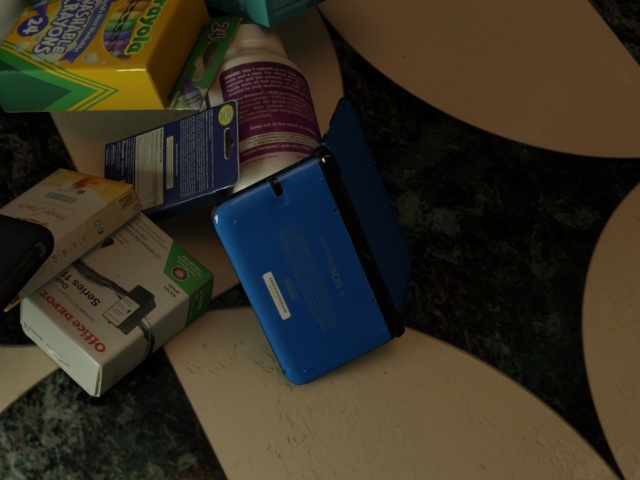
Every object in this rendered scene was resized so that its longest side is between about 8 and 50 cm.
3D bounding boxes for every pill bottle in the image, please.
[{"bbox_3d":[-0.087,-0.162,1.795,0.169,0.169,0.301,-3,57,-16],"label":"pill bottle"}]

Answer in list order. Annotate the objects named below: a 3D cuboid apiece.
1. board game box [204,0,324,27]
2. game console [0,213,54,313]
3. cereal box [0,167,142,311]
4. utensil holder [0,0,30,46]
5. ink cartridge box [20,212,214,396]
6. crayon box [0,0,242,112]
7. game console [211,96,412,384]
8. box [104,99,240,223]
[{"bbox_3d":[-0.096,-0.451,1.961,0.254,0.079,0.336,-31,39,-30],"label":"board game box"},{"bbox_3d":[-0.551,0.088,1.480,0.342,0.060,0.386,10,48,29],"label":"game console"},{"bbox_3d":[-0.376,-0.007,1.634,0.173,0.047,0.240,13,42,41],"label":"cereal box"},{"bbox_3d":[-0.565,-0.504,1.783,0.328,0.385,0.327,7,53,-10],"label":"utensil holder"},{"bbox_3d":[-0.266,0.080,1.627,0.153,0.087,0.208,39,56,15],"label":"ink cartridge box"},{"bbox_3d":[-0.299,-0.283,1.796,0.323,0.083,0.203,2,49,21],"label":"crayon box"},{"bbox_3d":[0.000,0.000,1.669,0.250,0.293,0.173,-27,26,-7],"label":"game console"},{"bbox_3d":[-0.199,-0.100,1.709,0.225,0.036,0.136,-16,62,26],"label":"box"}]
